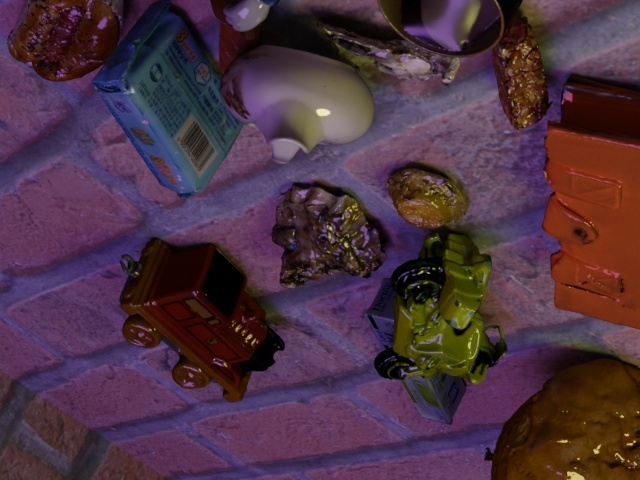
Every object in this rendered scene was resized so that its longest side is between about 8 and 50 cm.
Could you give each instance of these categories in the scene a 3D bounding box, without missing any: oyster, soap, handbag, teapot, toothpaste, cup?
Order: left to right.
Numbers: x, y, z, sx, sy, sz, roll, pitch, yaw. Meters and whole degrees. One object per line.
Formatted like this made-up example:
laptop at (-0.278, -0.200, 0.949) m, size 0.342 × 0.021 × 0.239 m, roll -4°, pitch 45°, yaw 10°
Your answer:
soap at (-0.208, -0.190, 1.882) m, size 0.077 × 0.156 × 0.293 m, roll 14°, pitch 150°, yaw 36°
teapot at (-0.032, -0.173, 1.740) m, size 0.204 × 0.139 × 0.298 m, roll 11°, pitch -179°, yaw 2°
oyster at (0.000, 0.000, 2.120) m, size 0.214 × 0.083 × 0.223 m, roll 0°, pitch 136°, yaw 34°
oyster at (0.086, -0.244, 1.691) m, size 0.200 × 0.061 × 0.106 m, roll 22°, pitch 173°, yaw 10°
toothpaste at (0.170, 0.196, 2.304) m, size 0.067 × 0.081 × 0.336 m, roll 10°, pitch 148°, yaw 32°
cup at (0.119, -0.316, 1.398) m, size 0.239 × 0.177 × 0.166 m, roll 22°, pitch 152°, yaw 6°
handbag at (0.435, -0.020, 1.704) m, size 0.303 × 0.116 × 0.410 m, roll 13°, pitch 148°, yaw 20°

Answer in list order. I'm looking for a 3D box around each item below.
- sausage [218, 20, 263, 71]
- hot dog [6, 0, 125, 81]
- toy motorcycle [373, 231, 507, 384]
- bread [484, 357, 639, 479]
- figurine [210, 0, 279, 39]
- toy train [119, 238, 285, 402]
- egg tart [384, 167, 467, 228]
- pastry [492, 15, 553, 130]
sausage at (-0.103, -0.283, 1.741) m, size 0.065 × 0.065 × 0.169 m, roll 22°, pitch 151°, yaw 5°
hot dog at (-0.361, -0.301, 1.903) m, size 0.144 × 0.075 × 0.268 m, roll 34°, pitch 149°, yaw -15°
toy motorcycle at (0.199, 0.128, 2.077) m, size 0.206 × 0.142 × 0.342 m, roll -8°, pitch 145°, yaw -9°
bread at (0.468, 0.397, 2.136) m, size 0.398 × 0.398 × 0.215 m, roll 29°, pitch 163°, yaw -7°
figurine at (-0.023, -0.329, 1.484) m, size 0.338 × 0.204 × 0.283 m, roll 20°, pitch 128°, yaw -15°
toy train at (-0.219, 0.136, 2.436) m, size 0.231 × 0.163 × 0.369 m, roll -15°, pitch 133°, yaw 38°
egg tart at (0.149, -0.057, 1.934) m, size 0.130 × 0.052 × 0.130 m, roll 20°, pitch 154°, yaw 10°
pastry at (0.240, -0.206, 1.588) m, size 0.063 × 0.087 × 0.169 m, roll -17°, pitch 142°, yaw 4°
